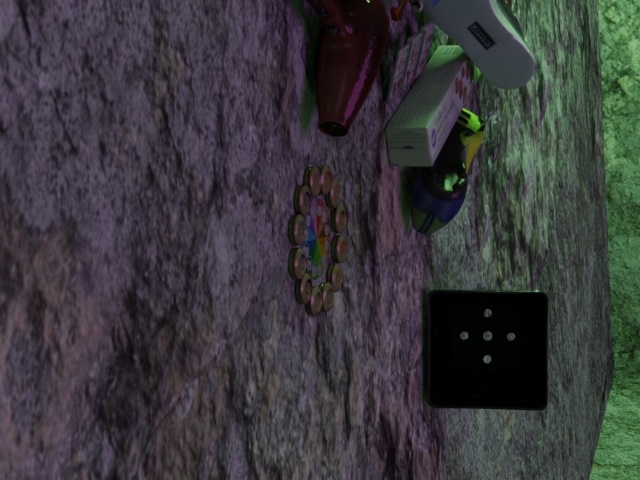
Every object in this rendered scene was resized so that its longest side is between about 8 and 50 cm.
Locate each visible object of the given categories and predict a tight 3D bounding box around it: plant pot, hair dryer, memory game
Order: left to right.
[{"bbox_3d":[0.000,0.000,1.509,0.186,0.012,0.186,1,90,-69],"label":"memory game"},{"bbox_3d":[0.003,-0.266,1.455,0.224,0.080,0.293,-21,104,-54],"label":"hair dryer"},{"bbox_3d":[0.270,0.165,2.037,0.167,0.187,0.188,-32,122,-82],"label":"plant pot"}]

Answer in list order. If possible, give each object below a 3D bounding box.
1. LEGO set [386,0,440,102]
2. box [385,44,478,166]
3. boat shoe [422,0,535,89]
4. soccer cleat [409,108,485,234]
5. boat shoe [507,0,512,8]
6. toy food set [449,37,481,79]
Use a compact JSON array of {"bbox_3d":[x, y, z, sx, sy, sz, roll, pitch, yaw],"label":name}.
[{"bbox_3d":[0.129,-0.336,1.778,0.182,0.060,0.244,-48,153,-58],"label":"LEGO set"},{"bbox_3d":[0.173,-0.209,1.894,0.324,0.067,0.063,-59,144,-55],"label":"box"},{"bbox_3d":[0.232,-0.365,1.925,0.301,0.108,0.102,43,29,-31],"label":"boat shoe"},{"bbox_3d":[0.188,-0.117,1.947,0.289,0.093,0.121,-68,-178,-54],"label":"soccer cleat"},{"bbox_3d":[0.305,-0.375,2.252,0.073,0.073,0.207,-27,120,-25],"label":"boat shoe"},{"bbox_3d":[0.251,-0.330,2.134,0.132,0.039,0.192,-44,132,-62],"label":"toy food set"}]
